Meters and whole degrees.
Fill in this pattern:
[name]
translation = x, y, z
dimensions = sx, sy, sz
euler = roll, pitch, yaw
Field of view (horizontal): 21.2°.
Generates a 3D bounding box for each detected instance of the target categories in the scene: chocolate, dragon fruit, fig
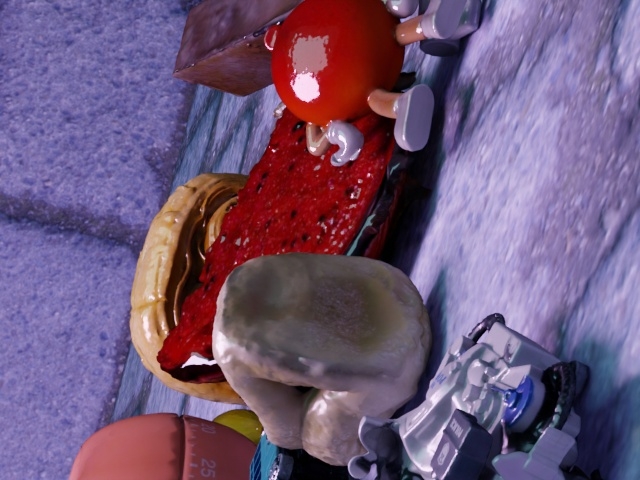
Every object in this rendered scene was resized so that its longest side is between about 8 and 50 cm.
[chocolate]
translation = -0.049, -0.252, 2.009
dimensions = 0.321, 0.112, 0.112
euler = -17, 55, 56
[dragon fruit]
translation = 0.000, 0.000, 1.563
dimensions = 0.343, 0.100, 0.282
euler = -61, 25, -11
[fig]
translation = -0.082, 0.212, 1.808
dimensions = 0.088, 0.074, 0.074
euler = -30, 40, 43

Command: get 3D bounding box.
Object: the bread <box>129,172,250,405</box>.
[bread]
translation = -0.091, 0.050, 1.739
dimensions = 0.120, 0.198, 0.236
euler = 123, 161, -72

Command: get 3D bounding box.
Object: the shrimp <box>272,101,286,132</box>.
[shrimp]
translation = -0.023, -0.155, 2.072
dimensions = 0.117, 0.066, 0.262
euler = -93, 20, -61

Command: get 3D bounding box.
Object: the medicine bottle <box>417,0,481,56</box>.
[medicine bottle]
translation = 0.123, -0.277, 1.533
dimensions = 0.092, 0.061, 0.220
euler = -23, 58, 57

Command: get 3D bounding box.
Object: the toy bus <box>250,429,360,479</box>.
[toy bus]
translation = -0.016, 0.214, 1.434
dimensions = 0.160, 0.079, 0.091
euler = -97, 27, -67

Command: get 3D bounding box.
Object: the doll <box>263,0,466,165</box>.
[doll]
translation = 0.030, -0.155, 1.514
dimensions = 0.217, 0.085, 0.183
euler = 7, 79, 45

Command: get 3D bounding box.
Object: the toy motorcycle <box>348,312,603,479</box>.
[toy motorcycle]
translation = 0.090, 0.121, 0.994
dimensions = 0.150, 0.102, 0.221
euler = -60, 11, 2

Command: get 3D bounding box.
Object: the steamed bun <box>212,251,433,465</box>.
[steamed bun]
translation = 0.001, 0.107, 1.360
dimensions = 0.141, 0.172, 0.155
euler = -71, -13, -50

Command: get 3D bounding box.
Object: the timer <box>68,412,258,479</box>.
[timer]
translation = -0.141, 0.280, 1.624
dimensions = 0.229, 0.215, 0.229
euler = -166, 90, -85
